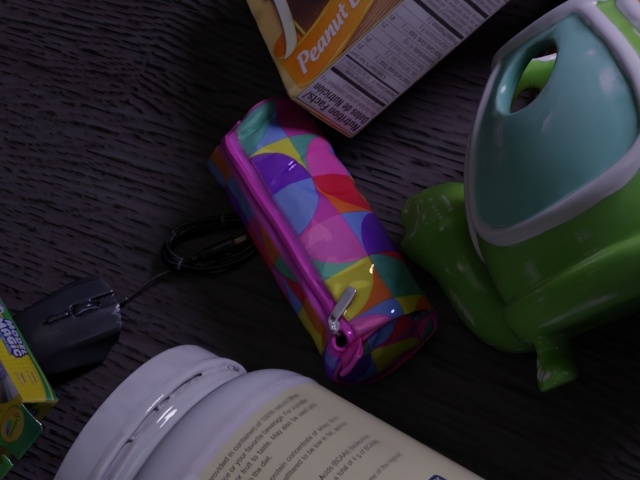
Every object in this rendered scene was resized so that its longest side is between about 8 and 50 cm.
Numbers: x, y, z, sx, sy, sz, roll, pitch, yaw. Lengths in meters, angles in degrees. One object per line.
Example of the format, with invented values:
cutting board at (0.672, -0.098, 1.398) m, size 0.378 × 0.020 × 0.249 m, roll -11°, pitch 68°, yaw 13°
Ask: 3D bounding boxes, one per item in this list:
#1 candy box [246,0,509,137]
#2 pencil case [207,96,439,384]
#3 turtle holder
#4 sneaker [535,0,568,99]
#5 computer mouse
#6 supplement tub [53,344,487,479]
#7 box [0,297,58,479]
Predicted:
candy box at (0.084, -0.252, 1.033) m, size 0.316 × 0.087 × 0.183 m, roll -41°, pitch 48°, yaw 20°
pencil case at (0.000, 0.000, 1.026) m, size 0.104 × 0.104 × 0.236 m, roll -32°, pitch 63°, yaw 1°
turtle holder at (0.210, -0.038, 0.919) m, size 0.243 × 0.320 × 0.227 m, roll -19°, pitch 80°, yaw -15°
sneaker at (0.208, -0.173, 1.024) m, size 0.087 × 0.128 × 0.221 m, roll 4°, pitch 71°, yaw 16°
computer mouse at (-0.160, 0.042, 1.086) m, size 0.242 × 0.041 × 0.071 m, roll -31°, pitch 65°, yaw 1°
supplement tub at (0.000, 0.229, 0.870) m, size 0.325 × 0.235 × 0.235 m, roll 28°, pitch 79°, yaw 22°
box at (-0.279, 0.109, 1.069) m, size 0.105 × 0.043 × 0.179 m, roll -47°, pitch 61°, yaw 25°
